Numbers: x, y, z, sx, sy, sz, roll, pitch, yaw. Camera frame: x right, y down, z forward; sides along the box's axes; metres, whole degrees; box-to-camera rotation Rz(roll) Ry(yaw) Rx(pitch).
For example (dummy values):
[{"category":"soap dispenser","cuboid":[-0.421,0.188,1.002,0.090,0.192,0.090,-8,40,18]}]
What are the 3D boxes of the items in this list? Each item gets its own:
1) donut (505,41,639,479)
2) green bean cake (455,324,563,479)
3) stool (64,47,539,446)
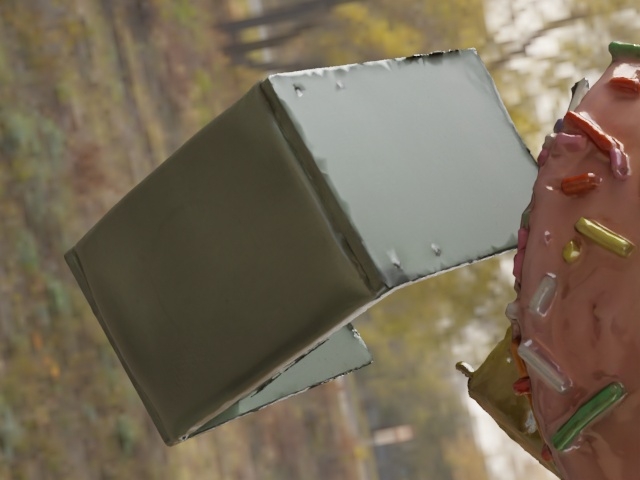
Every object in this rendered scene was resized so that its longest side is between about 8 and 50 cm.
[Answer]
[{"category":"donut","cuboid":[0.169,0.040,0.714,0.233,0.199,0.085,43,-27,-22]},{"category":"green bean cake","cuboid":[0.205,0.111,1.108,0.224,0.131,0.230,38,5,15]},{"category":"stool","cuboid":[0.000,0.000,1.379,0.270,0.244,0.170,-15,72,-51]}]
